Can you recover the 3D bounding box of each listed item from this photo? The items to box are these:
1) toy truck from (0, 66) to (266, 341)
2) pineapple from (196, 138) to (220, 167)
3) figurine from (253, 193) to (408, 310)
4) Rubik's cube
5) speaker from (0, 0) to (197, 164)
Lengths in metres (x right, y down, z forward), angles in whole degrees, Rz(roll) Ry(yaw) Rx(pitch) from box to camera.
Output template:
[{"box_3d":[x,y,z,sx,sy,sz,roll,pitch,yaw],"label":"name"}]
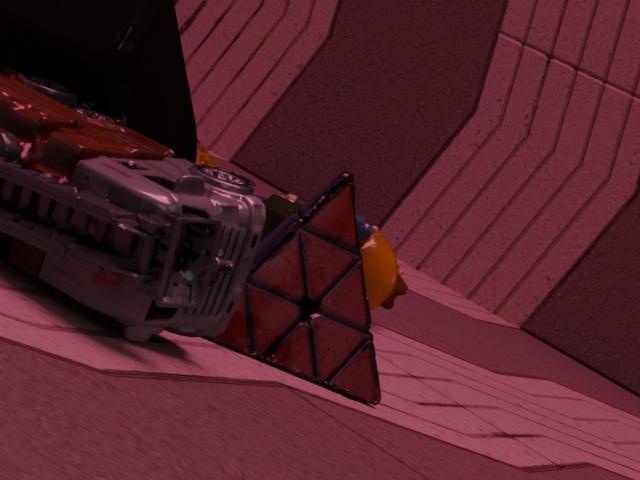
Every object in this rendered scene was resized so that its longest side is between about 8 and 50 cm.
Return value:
[{"box_3d":[-0.193,-0.027,1.448,0.338,0.133,0.184,27,13,32],"label":"toy truck"},{"box_3d":[-0.233,-0.067,2.031,0.164,0.140,0.250,-15,-36,25],"label":"pineapple"},{"box_3d":[-0.007,0.012,2.323,0.185,0.127,0.234,21,9,36],"label":"figurine"},{"box_3d":[-0.078,0.053,1.698,0.190,0.211,0.178,-7,3,-39],"label":"Rubik's cube"},{"box_3d":[-0.181,-0.162,1.695,0.180,0.184,0.388,29,-28,18],"label":"speaker"}]
